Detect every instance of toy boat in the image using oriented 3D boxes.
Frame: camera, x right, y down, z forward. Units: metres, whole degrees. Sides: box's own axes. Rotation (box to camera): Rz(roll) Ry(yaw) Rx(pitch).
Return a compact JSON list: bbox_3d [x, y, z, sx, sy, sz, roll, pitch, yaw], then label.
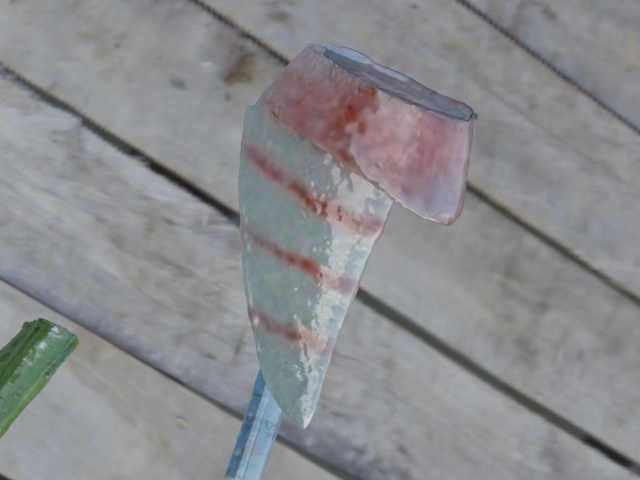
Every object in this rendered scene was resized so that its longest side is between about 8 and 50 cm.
[{"bbox_3d":[0.000,0.000,1.202,0.096,0.206,0.282,-8,121,-57],"label":"toy boat"}]

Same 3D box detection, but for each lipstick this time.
[{"bbox_3d":[-0.074,0.229,1.927,0.048,0.048,0.158,26,72,-23],"label":"lipstick"}]

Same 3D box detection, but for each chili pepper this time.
[{"bbox_3d":[-0.334,0.184,1.252,0.359,0.085,0.076,-44,117,-36],"label":"chili pepper"}]
